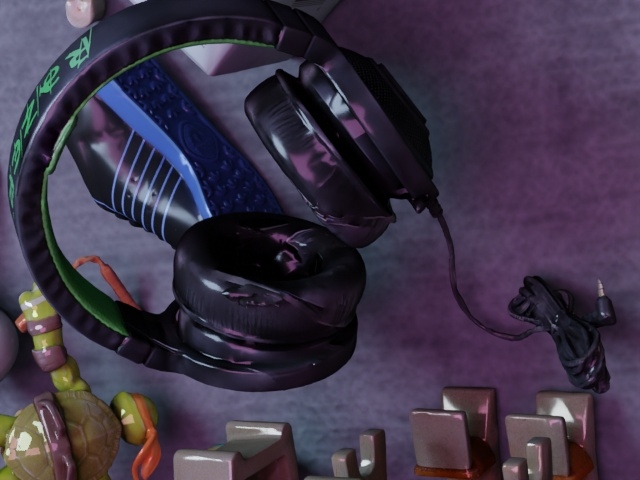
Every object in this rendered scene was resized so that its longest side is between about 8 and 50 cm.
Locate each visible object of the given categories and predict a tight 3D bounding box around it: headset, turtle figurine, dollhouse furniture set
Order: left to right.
[{"bbox_3d":[-0.201,0.162,1.333,0.217,0.087,0.269,-17,104,-20],"label":"turtle figurine"},{"bbox_3d":[0.000,0.000,1.165,0.394,0.185,0.243,19,110,-26],"label":"headset"},{"bbox_3d":[0.037,0.197,1.214,0.259,0.262,0.135,0,102,29],"label":"dollhouse furniture set"}]

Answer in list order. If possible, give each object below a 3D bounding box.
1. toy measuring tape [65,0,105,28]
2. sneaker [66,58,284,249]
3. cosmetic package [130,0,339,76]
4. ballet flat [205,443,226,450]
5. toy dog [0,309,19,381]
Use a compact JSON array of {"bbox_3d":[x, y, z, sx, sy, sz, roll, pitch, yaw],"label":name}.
[{"bbox_3d":[-0.296,-0.267,1.340,0.121,0.121,0.330,-35,96,22],"label":"toy measuring tape"},{"bbox_3d":[-0.110,-0.038,1.328,0.090,0.081,0.232,-41,83,35],"label":"sneaker"},{"bbox_3d":[-0.118,-0.316,1.235,0.385,0.156,0.217,46,111,8],"label":"cosmetic package"},{"bbox_3d":[-0.056,0.260,1.371,0.073,0.080,0.232,8,101,48],"label":"ballet flat"},{"bbox_3d":[-0.364,-0.029,1.405,0.220,0.161,0.333,-21,107,20],"label":"toy dog"}]
